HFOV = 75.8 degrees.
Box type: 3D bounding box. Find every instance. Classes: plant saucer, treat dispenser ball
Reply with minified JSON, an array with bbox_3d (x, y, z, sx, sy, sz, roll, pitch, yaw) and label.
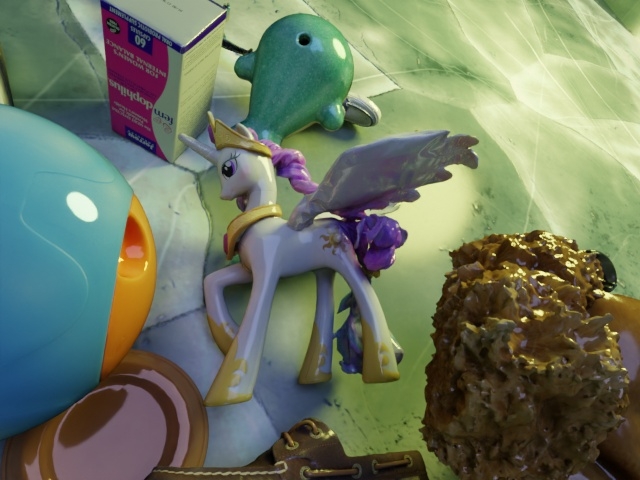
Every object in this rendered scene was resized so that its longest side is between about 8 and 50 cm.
[{"bbox_3d":[-0.219,0.212,0.436,0.200,0.037,0.200,10,58,-17],"label":"plant saucer"},{"bbox_3d":[-0.296,0.026,0.359,0.288,0.288,0.288,11,57,-17],"label":"treat dispenser ball"}]

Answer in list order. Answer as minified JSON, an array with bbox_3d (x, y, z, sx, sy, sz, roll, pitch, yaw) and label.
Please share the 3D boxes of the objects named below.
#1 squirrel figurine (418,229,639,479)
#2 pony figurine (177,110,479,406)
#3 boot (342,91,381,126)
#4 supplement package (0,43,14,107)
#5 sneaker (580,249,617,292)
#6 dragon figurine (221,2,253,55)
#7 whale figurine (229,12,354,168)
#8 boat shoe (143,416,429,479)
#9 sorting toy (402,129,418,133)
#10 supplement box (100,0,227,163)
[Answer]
[{"bbox_3d":[0.206,0.200,0.397,0.370,0.281,0.397,-43,103,-29],"label":"squirrel figurine"},{"bbox_3d":[0.000,0.000,0.543,0.351,0.303,0.364,-2,77,-15],"label":"pony figurine"},{"bbox_3d":[0.021,-0.254,0.809,0.190,0.069,0.086,24,61,1],"label":"boot"},{"bbox_3d":[-0.473,-0.185,0.479,0.177,0.175,0.293,-13,67,-31],"label":"supplement package"},{"bbox_3d":[0.357,0.098,0.719,0.276,0.135,0.098,-19,81,-7],"label":"sneaker"},{"bbox_3d":[-0.251,-0.414,0.769,0.144,0.085,0.289,-26,73,-33],"label":"dragon figurine"},{"bbox_3d":[-0.055,-0.256,0.692,0.216,0.141,0.272,33,79,1],"label":"whale figurine"},{"bbox_3d":[-0.018,0.260,0.450,0.342,0.123,0.123,16,48,-19],"label":"boat shoe"},{"bbox_3d":[0.171,-0.191,0.851,0.075,0.045,0.083,-10,64,-7],"label":"sorting toy"},{"bbox_3d":[-0.224,-0.237,0.591,0.111,0.220,0.114,29,55,-4],"label":"supplement box"}]
